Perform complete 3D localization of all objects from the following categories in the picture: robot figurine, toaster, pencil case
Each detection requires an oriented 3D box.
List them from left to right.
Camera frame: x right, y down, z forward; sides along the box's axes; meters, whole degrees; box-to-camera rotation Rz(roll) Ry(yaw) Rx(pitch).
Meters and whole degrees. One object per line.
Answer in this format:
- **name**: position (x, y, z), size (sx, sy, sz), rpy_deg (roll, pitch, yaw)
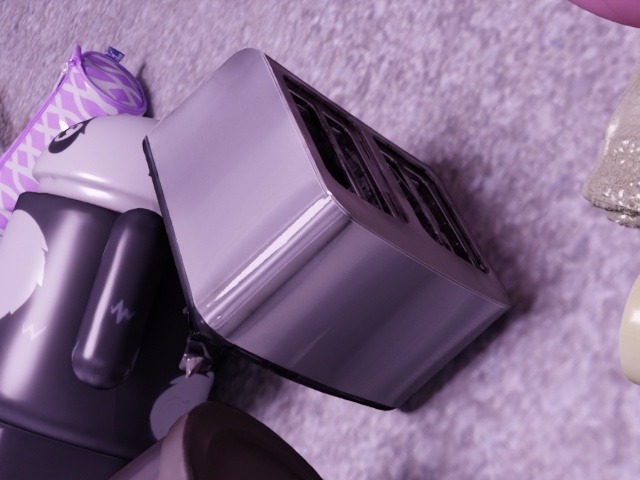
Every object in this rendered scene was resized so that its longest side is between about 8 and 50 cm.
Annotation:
- **pencil case**: position (-0.253, -0.089, 0.929), size (0.206, 0.088, 0.086), rpy_deg (-47, 41, 20)
- **robot figurine**: position (-0.150, 0.049, 0.678), size (0.209, 0.173, 0.278), rpy_deg (12, 79, 36)
- **toaster**: position (0.000, 0.000, 0.550), size (0.110, 0.168, 0.185), rpy_deg (-44, 43, 21)

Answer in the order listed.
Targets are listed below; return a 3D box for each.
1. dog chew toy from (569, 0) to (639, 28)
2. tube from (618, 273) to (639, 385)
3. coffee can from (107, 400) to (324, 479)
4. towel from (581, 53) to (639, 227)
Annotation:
- **dog chew toy**: position (0.228, -0.176, 0.389), size (0.332, 0.207, 0.206), rpy_deg (23, 88, 42)
- **tube**: position (0.234, 0.058, 0.363), size (0.240, 0.062, 0.070), rpy_deg (12, 123, 44)
- **coffee can**: position (-0.102, 0.238, 0.458), size (0.275, 0.201, 0.201), rpy_deg (-38, 44, 7)
- **towel**: position (0.204, -0.053, 0.470), size (0.148, 0.027, 0.110), rpy_deg (14, 81, 49)
